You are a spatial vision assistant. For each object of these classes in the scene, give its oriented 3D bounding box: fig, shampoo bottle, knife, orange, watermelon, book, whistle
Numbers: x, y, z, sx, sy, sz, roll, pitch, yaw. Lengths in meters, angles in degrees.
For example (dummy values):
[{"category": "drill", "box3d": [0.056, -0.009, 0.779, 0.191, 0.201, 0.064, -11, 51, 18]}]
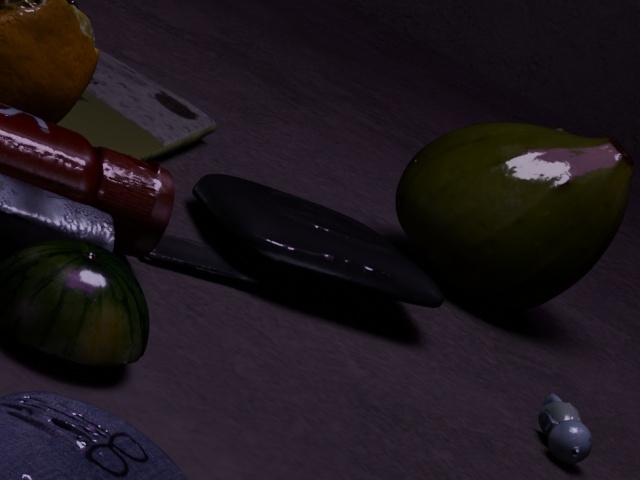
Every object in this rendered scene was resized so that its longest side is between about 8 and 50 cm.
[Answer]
[{"category": "fig", "box3d": [0.198, -0.040, 1.424, 0.203, 0.225, 0.203, 48, 18, -20]}, {"category": "shampoo bottle", "box3d": [-0.232, -0.019, 0.897, 0.207, 0.057, 0.063, 19, 23, -30]}, {"category": "knife", "box3d": [-0.048, 0.024, 1.160, 0.245, 0.019, 0.072, 17, 15, -34]}, {"category": "orange", "box3d": [-0.248, -0.126, 1.070, 0.170, 0.112, 0.160, -14, -22, 38]}, {"category": "watermelon", "box3d": [-0.149, 0.033, 0.869, 0.105, 0.062, 0.105, 23, 14, -6]}, {"category": "shampoo bottle", "box3d": [-0.249, -0.065, 0.970, 0.314, 0.076, 0.118, 20, -1, -30]}, {"category": "book", "box3d": [-0.242, -0.140, 1.306, 0.239, 0.035, 0.352, 31, 15, 5]}, {"category": "whistle", "box3d": [0.195, 0.149, 1.152, 0.035, 0.035, 0.100, 26, 15, -11]}]

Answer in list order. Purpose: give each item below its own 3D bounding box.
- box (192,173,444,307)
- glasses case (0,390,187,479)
[{"category": "box", "box3d": [0.000, 0.000, 1.232, 0.212, 0.042, 0.201, 18, 10, -28]}, {"category": "glasses case", "box3d": [-0.141, 0.125, 0.584, 0.109, 0.067, 0.282, 30, 14, 13]}]
